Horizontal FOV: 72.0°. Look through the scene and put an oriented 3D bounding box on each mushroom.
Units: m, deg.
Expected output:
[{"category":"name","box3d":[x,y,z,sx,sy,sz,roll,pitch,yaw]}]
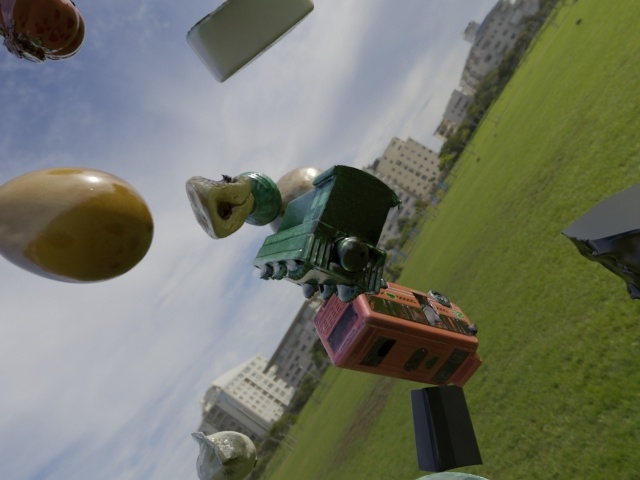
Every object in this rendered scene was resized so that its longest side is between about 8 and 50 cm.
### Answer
[{"category":"mushroom","box3d":[-0.042,-0.115,1.626,0.297,0.290,0.297,-34,40,34]}]

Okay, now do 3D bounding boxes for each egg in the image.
[{"category":"egg","box3d":[-0.526,-0.034,0.942,0.250,0.323,0.250,-173,90,-74]}]

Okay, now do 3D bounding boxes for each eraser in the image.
[{"category":"eraser","box3d":[-0.211,-0.552,1.178,0.331,0.150,0.331,-31,21,13]}]

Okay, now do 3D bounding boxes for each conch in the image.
[{"category":"conch","box3d":[-0.216,-0.124,1.401,0.202,0.134,0.196,14,-62,-39]}]

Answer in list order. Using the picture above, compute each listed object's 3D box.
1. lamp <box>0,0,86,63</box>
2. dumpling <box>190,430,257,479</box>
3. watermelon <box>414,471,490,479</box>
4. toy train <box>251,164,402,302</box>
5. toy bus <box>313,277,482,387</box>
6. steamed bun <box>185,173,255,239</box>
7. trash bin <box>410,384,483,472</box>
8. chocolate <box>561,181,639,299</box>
[{"category":"lamp","box3d":[-0.710,-0.543,1.094,0.227,0.227,0.227,-56,-9,-13]},{"category":"dumpling","box3d":[-0.256,0.541,1.112,0.142,0.173,0.247,-53,-26,-28]},{"category":"watermelon","box3d":[0.265,0.598,0.909,0.305,0.224,0.180,-56,15,0]},{"category":"toy train","box3d":[0.000,0.000,0.708,0.330,0.139,0.178,-11,57,69]},{"category":"toy bus","box3d":[0.217,0.245,1.177,0.203,0.427,0.233,-61,29,22]},{"category":"steamed bun","box3d":[-0.243,-0.103,1.135,0.155,0.141,0.172,-30,-51,-25]},{"category":"trash bin","box3d":[0.367,0.558,1.325,0.115,0.165,0.225,133,135,-58]},{"category":"chocolate","box3d":[0.374,0.024,0.395,0.206,0.177,0.224,-28,-3,-28]}]
